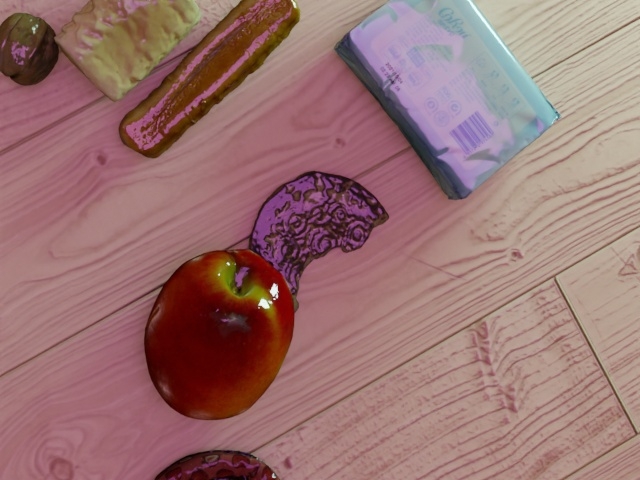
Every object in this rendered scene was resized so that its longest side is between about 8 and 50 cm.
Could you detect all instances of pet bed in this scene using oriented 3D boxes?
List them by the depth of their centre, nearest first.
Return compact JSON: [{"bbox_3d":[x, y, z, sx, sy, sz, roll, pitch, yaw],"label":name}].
[{"bbox_3d":[-0.138,0.366,1.909,0.201,0.053,0.201,0,93,-4],"label":"pet bed"}]

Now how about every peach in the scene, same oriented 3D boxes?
[{"bbox_3d":[-0.131,0.122,1.867,0.190,0.226,0.196,-19,57,-39],"label":"peach"}]

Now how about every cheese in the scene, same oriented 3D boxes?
[{"bbox_3d":[-0.238,-0.266,1.844,0.167,0.094,0.123,-44,140,-6],"label":"cheese"}]

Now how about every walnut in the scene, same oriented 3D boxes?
[{"bbox_3d":[-0.368,-0.239,1.841,0.092,0.092,0.092,0,92,-9],"label":"walnut"}]

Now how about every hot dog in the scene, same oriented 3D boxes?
[{"bbox_3d":[-0.143,-0.216,1.887,0.286,0.061,0.088,-40,94,-5],"label":"hot dog"}]

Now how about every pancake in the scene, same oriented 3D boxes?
[{"bbox_3d":[0.000,0.000,1.939,0.190,0.020,0.184,-7,92,-8],"label":"pancake"}]

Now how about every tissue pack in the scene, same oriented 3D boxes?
[{"bbox_3d":[0.164,-0.207,1.927,0.177,0.089,0.263,-39,95,-8],"label":"tissue pack"}]
